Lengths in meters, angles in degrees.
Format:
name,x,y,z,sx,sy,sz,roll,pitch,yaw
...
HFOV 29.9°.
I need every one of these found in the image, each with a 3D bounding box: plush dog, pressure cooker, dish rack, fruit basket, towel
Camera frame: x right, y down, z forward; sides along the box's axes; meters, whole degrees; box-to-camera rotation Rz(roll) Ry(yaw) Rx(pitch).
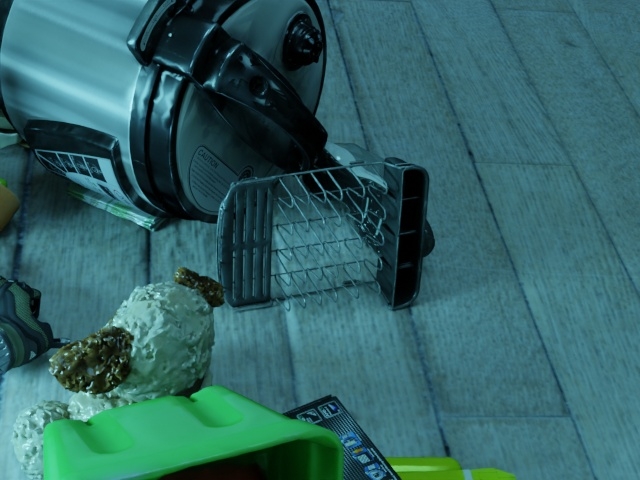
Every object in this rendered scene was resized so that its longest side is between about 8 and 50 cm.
name,x,y,z,sx,sy,sz,roll,pitch,yaw
plush dog,-0.182,0.149,1.288,0.210,0.225,0.262,25,39,21
pressure cooker,-0.190,-0.227,1.631,0.420,0.376,0.370,25,35,26
dish rack,0.000,0.000,1.551,0.271,0.208,0.074,-9,28,-21
fruit basket,-0.102,0.337,0.935,0.282,0.392,0.392,-10,40,-23
towel,-0.275,-0.067,1.735,0.152,0.023,0.113,21,36,19

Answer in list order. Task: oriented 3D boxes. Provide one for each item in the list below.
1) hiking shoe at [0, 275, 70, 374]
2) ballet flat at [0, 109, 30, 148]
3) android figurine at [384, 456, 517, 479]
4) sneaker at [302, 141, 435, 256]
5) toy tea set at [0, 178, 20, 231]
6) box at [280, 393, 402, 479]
name,x,y,z,sx,sy,sz,roll,pitch,yaw
hiking shoe,-0.406,0.082,1.473,0.114,0.086,0.227,-8,41,-46
ballet flat,-0.561,-0.190,1.785,0.342,0.116,0.124,8,54,-7
android figurine,0.132,0.320,1.263,0.272,0.056,0.248,-1,37,-9
sneaker,0.085,-0.070,1.744,0.108,0.100,0.271,-12,41,-33
toy tea set,-0.524,-0.140,1.564,0.200,0.336,0.124,4,56,27
box,-0.016,0.262,1.242,0.184,0.045,0.191,-16,44,-27
